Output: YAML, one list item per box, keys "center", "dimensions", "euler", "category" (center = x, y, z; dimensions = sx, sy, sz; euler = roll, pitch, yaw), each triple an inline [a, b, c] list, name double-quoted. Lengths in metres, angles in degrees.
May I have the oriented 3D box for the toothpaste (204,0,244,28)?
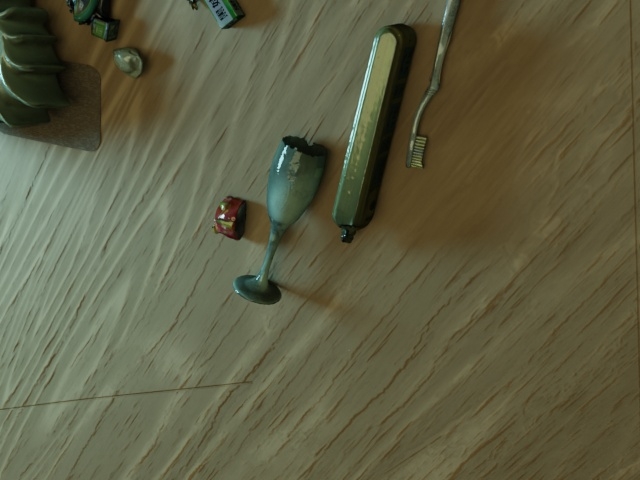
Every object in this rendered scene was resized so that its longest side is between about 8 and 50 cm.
- center: [-0.198, -0.458, 1.289]
  dimensions: [0.043, 0.037, 0.178]
  euler: [-29, 96, 25]
  category: "toothpaste"

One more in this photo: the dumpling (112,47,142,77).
- center: [-0.362, -0.334, 1.394]
  dimensions: [0.077, 0.043, 0.059]
  euler: [7, 132, 15]
  category: "dumpling"

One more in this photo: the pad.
- center: [-0.561, -0.284, 1.506]
  dimensions: [0.266, 0.002, 0.176]
  euler: [13, 112, 16]
  category: "pad"

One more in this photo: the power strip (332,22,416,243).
- center: [0.087, -0.168, 1.250]
  dimensions: [0.066, 0.092, 0.387]
  euler: [21, 114, 16]
  category: "power strip"

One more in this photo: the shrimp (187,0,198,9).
- center: [-0.253, -0.458, 1.320]
  dimensions: [0.059, 0.023, 0.108]
  euler: [-14, 103, 34]
  category: "shrimp"

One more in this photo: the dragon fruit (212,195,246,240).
- center: [-0.177, -0.039, 1.414]
  dimensions: [0.056, 0.060, 0.083]
  euler: [16, 115, 11]
  category: "dragon fruit"

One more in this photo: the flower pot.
- center: [-0.680, -0.324, 1.437]
  dimensions: [0.367, 0.164, 0.254]
  euler: [-10, 100, 18]
  category: "flower pot"

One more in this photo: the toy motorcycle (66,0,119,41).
- center: [-0.405, -0.464, 1.356]
  dimensions: [0.100, 0.058, 0.173]
  euler: [23, 116, 4]
  category: "toy motorcycle"

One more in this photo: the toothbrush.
- center: [0.192, -0.293, 1.203]
  dimensions: [0.037, 0.028, 0.375]
  euler: [15, 113, 9]
  category: "toothbrush"

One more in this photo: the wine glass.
- center: [0.000, 0.000, 1.337]
  dimensions: [0.264, 0.096, 0.309]
  euler: [26, 114, 13]
  category: "wine glass"
